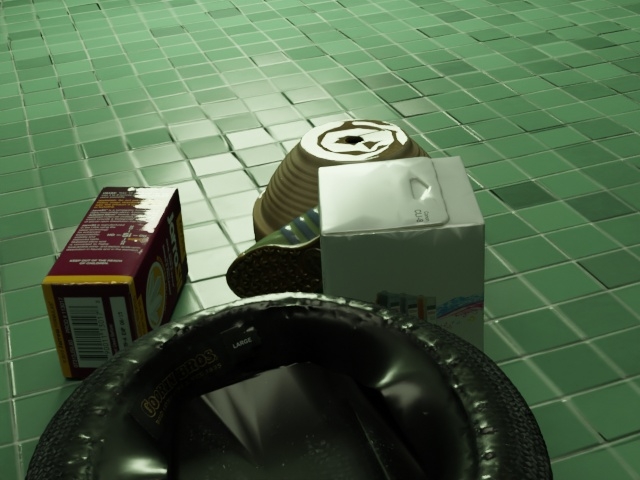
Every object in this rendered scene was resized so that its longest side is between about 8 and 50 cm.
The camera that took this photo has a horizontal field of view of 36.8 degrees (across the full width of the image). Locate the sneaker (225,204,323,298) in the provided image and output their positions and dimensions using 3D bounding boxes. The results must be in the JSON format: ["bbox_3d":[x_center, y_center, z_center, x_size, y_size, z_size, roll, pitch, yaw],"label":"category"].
[{"bbox_3d":[0.000,0.000,0.938,0.192,0.064,0.086,-24,17,32],"label":"sneaker"}]

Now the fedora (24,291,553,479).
[{"bbox_3d":[-0.016,0.175,0.589,0.334,0.152,0.334,-3,30,2],"label":"fedora"}]

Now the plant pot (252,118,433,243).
[{"bbox_3d":[0.041,-0.061,1.054,0.237,0.110,0.237,-2,29,1],"label":"plant pot"}]

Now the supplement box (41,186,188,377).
[{"bbox_3d":[-0.187,0.034,0.913,0.080,0.104,0.188,0,29,6],"label":"supplement box"}]

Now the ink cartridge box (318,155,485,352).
[{"bbox_3d":[0.066,0.035,0.806,0.127,0.176,0.128,-4,29,0],"label":"ink cartridge box"}]
